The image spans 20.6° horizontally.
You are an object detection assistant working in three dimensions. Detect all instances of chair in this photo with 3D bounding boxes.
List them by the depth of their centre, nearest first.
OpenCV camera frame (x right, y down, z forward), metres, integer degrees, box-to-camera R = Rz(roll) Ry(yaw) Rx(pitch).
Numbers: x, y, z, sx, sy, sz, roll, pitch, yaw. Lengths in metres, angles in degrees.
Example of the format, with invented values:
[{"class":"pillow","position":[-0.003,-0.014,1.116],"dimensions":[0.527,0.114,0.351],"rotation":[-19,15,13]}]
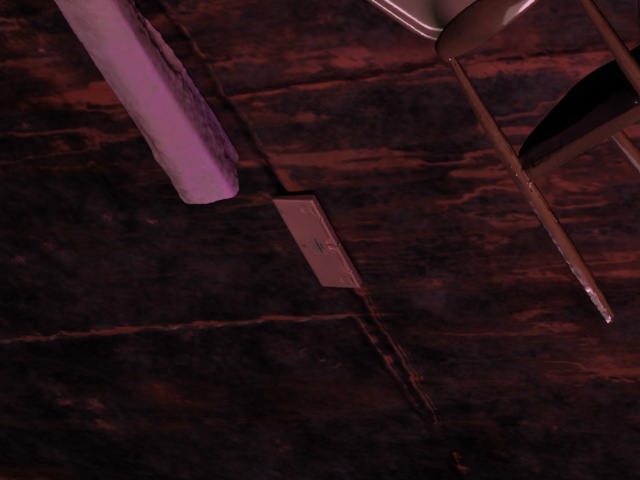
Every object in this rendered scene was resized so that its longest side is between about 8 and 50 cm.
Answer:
[{"class":"chair","position":[0.234,-0.109,1.368],"dimensions":[0.272,0.166,0.188],"rotation":[51,138,-7]}]

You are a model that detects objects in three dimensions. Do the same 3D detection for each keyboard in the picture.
[{"class":"keyboard","position":[0.000,0.000,1.992],"dimensions":[0.055,0.017,0.166],"rotation":[2,144,26]}]

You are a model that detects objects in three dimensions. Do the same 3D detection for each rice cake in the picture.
[{"class":"rice cake","position":[-0.177,-0.167,1.778],"dimensions":[0.070,0.064,0.399],"rotation":[-8,140,21]}]

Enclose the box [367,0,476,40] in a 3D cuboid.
[{"class":"box","position":[0.145,-0.293,1.368],"dimensions":[0.138,0.178,0.274],"rotation":[33,143,-23]}]

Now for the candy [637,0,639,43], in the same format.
[{"class":"candy","position":[0.351,-0.155,1.444],"dimensions":[0.155,0.116,0.265],"rotation":[4,120,40]}]
